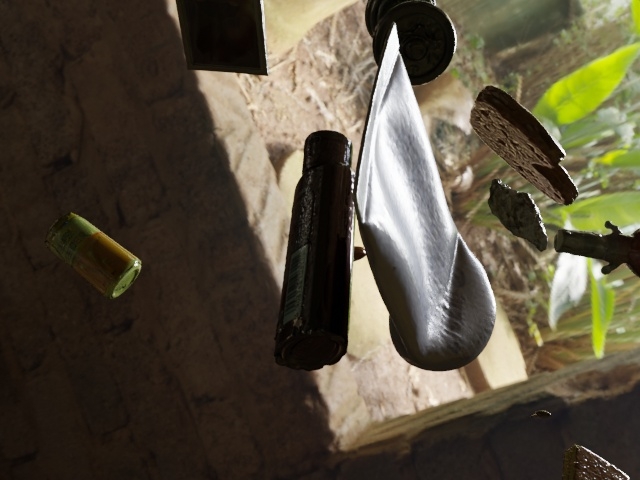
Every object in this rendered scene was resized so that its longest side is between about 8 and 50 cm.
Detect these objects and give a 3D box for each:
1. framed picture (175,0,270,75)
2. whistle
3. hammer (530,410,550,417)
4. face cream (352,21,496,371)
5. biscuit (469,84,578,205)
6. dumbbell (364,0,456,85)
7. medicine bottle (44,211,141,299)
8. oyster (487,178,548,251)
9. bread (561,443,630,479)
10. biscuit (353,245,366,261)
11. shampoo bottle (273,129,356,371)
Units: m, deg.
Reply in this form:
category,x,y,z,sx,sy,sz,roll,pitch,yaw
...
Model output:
category,x,y,z,sx,sy,sz,roll,pitch,yaw
framed picture,-0.228,-0.520,1.505,0.020,0.211,0.290,-66,160,-48
whistle,0.724,0.022,1.541,0.134,0.345,0.142,-87,-175,-76
hammer,0.446,0.357,1.355,0.123,0.029,0.014,64,35,-72
face cream,0.112,0.005,0.734,0.420,0.137,0.235,66,32,-47
biscuit,0.393,-0.177,1.239,0.262,0.052,0.277,43,3,11
dumbbell,0.194,-0.476,1.485,0.179,0.179,0.406,54,18,-25
medicine bottle,-0.575,0.032,1.657,0.238,0.124,0.124,36,26,4
oyster,0.286,-0.041,0.955,0.100,0.037,0.098,21,54,-26
bread,0.392,0.350,0.938,0.094,0.035,0.090,32,38,4
biscuit,0.046,0.069,2.153,0.186,0.192,0.036,-3,67,-19
shampoo bottle,0.000,0.000,0.871,0.084,0.129,0.323,16,55,-16
